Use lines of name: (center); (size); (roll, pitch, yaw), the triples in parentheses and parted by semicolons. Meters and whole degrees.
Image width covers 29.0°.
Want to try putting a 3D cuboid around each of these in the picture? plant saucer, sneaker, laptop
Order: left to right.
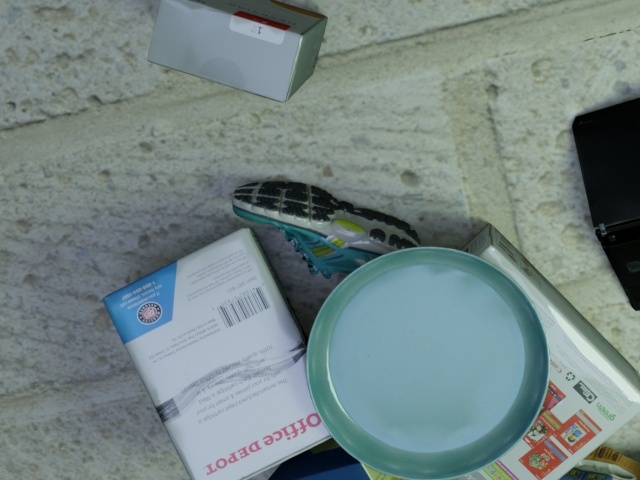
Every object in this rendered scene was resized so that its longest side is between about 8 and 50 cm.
sneaker: (0.000, 0.000, 1.720); (0.275, 0.107, 0.110); (22, 117, 1)
plant saucer: (0.140, 0.160, 1.625); (0.317, 0.044, 0.318); (1, 101, 3)
sneaker: (0.462, 0.375, 1.721); (0.296, 0.112, 0.131); (11, 127, 43)
laptop: (0.489, -0.059, 1.651); (0.234, 0.137, 0.264); (-15, 129, 26)

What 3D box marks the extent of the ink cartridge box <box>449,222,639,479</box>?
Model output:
ink cartridge box: (0.244, 0.184, 1.718); (0.272, 0.130, 0.309); (-43, 96, 15)

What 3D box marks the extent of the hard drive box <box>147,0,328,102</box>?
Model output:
hard drive box: (-0.100, -0.259, 1.586); (0.181, 0.232, 0.089); (17, 108, 2)

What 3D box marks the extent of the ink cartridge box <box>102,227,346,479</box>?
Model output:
ink cartridge box: (-0.129, 0.165, 1.720); (0.223, 0.129, 0.307); (-26, 89, 1)

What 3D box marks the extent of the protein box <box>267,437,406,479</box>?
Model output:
protein box: (0.063, 0.380, 1.767); (0.199, 0.136, 0.201); (-23, 103, 37)
